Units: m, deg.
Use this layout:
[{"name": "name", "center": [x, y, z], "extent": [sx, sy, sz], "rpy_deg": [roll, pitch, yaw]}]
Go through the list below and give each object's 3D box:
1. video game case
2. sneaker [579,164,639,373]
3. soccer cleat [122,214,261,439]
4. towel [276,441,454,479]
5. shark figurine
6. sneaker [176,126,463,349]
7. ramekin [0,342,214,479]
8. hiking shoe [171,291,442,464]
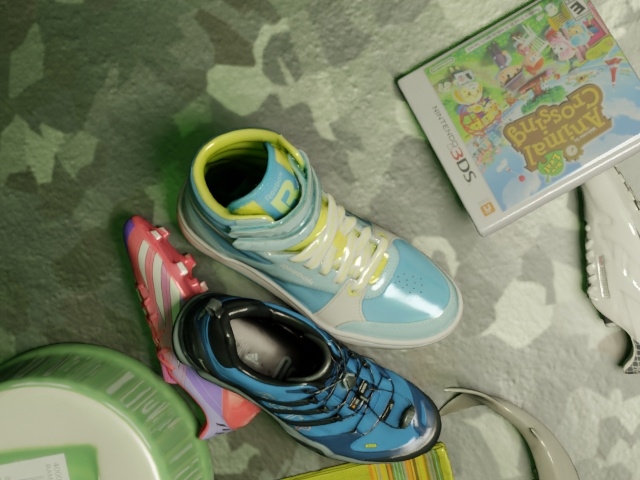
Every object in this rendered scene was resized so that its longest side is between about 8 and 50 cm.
[{"name": "video game case", "center": [0.211, -0.135, 1.549], "extent": [0.212, 0.023, 0.193], "rpy_deg": [-29, 68, 7]}, {"name": "sneaker", "center": [0.303, 0.021, 1.558], "extent": [0.095, 0.090, 0.235], "rpy_deg": [-25, 89, 17]}, {"name": "soccer cleat", "center": [-0.148, 0.091, 1.609], "extent": [0.095, 0.083, 0.248], "rpy_deg": [-33, 93, 6]}, {"name": "towel", "center": [0.029, 0.289, 1.632], "extent": [0.237, 0.021, 0.102], "rpy_deg": [-14, 91, 7]}, {"name": "shark figurine", "center": [0.228, 0.260, 1.566], "extent": [0.166, 0.116, 0.278], "rpy_deg": [-16, 94, 5]}, {"name": "sneaker", "center": [0.000, 0.000, 1.513], "extent": [0.319, 0.208, 0.127], "rpy_deg": [24, 74, 3]}, {"name": "ramekin", "center": [-0.271, 0.266, 1.596], "extent": [0.303, 0.148, 0.303], "rpy_deg": [0, 94, 6]}, {"name": "hiking shoe", "center": [-0.003, 0.147, 1.534], "extent": [0.304, 0.132, 0.113], "rpy_deg": [25, 77, -17]}]
